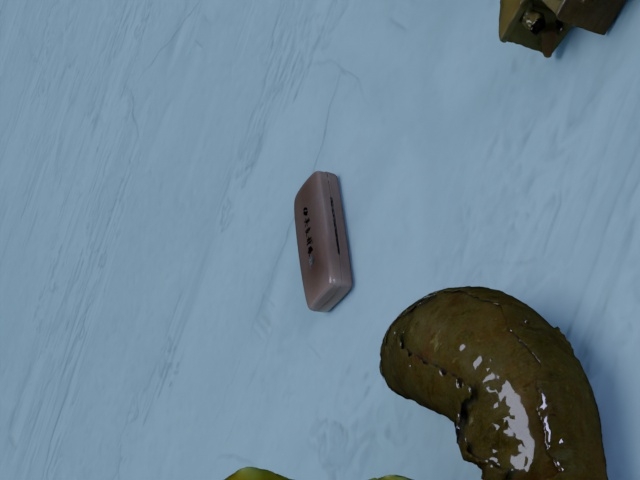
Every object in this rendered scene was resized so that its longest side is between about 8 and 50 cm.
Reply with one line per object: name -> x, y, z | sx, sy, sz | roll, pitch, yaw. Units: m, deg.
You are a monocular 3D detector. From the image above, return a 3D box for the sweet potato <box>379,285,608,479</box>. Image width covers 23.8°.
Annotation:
sweet potato -> 0.105, 0.097, 0.927 | 0.124, 0.098, 0.310 | -70, 23, 15

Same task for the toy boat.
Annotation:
toy boat -> 0.179, -0.203, 0.960 | 0.200, 0.057, 0.077 | -62, 36, 24

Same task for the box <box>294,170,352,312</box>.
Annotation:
box -> 0.000, 0.000, 1.228 | 0.048, 0.025, 0.115 | -44, 42, 43

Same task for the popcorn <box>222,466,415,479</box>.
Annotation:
popcorn -> -0.002, 0.253, 0.897 | 0.276, 0.225, 0.276 | 23, 126, 36
